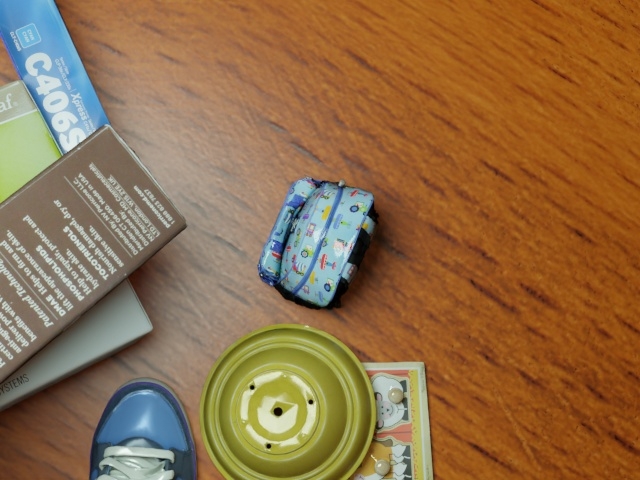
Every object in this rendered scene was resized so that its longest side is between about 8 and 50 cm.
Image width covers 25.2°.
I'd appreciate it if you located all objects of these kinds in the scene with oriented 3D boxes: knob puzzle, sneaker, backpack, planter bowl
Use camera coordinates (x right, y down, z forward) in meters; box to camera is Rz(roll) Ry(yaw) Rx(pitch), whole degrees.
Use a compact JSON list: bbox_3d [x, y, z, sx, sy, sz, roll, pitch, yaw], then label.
[{"bbox_3d":[0.038,0.238,1.754,0.213,0.030,0.213,0,86,-4],"label":"knob puzzle"},{"bbox_3d":[-0.211,0.320,1.625,0.130,0.236,0.323,7,86,-4],"label":"sneaker"},{"bbox_3d":[0.000,0.000,1.696,0.117,0.173,0.158,24,85,-2],"label":"backpack"},{"bbox_3d":[-0.045,0.204,1.700,0.217,0.090,0.217,-1,83,5],"label":"planter bowl"}]

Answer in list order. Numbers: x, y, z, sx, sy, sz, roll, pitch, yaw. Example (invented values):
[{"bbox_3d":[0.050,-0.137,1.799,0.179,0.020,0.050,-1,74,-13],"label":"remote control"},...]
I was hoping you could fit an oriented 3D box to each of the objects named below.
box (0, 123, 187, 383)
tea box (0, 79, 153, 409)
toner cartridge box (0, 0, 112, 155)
[{"bbox_3d":[-0.327,0.066,1.394,0.381,0.191,0.143,-41,96,-29],"label":"box"},{"bbox_3d":[-0.425,0.046,1.587,0.329,0.220,0.323,-26,89,-30],"label":"tea box"},{"bbox_3d":[-0.336,-0.245,1.693,0.075,0.165,0.348,-25,89,-7],"label":"toner cartridge box"}]
